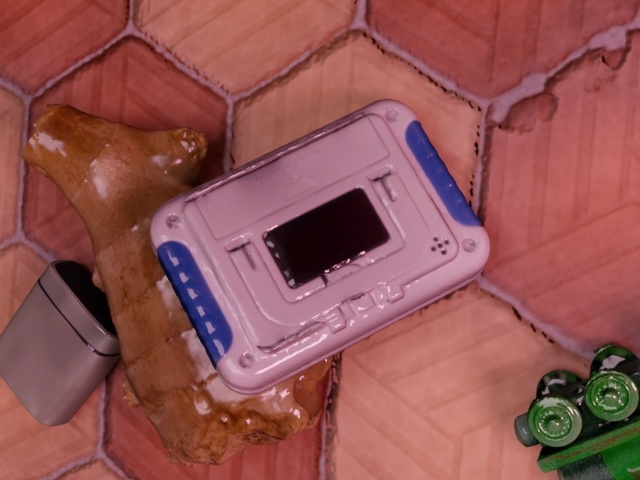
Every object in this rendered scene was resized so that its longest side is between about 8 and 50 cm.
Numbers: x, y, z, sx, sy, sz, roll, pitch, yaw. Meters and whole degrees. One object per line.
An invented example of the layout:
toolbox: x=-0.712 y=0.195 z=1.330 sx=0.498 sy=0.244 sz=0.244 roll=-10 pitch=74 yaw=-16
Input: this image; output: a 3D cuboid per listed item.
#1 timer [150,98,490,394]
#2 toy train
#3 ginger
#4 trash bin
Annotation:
timer: x=0.000 y=0.000 z=0.923 sx=0.253 sy=0.078 sz=0.178 roll=-27 pitch=76 yaw=-12
toy train: x=0.276 y=0.127 z=0.855 sx=0.251 sy=0.085 sz=0.119 roll=-30 pitch=93 yaw=27
ginger: x=-0.120 y=0.013 z=0.998 sx=0.236 sy=0.166 sz=0.375 roll=-26 pitch=93 yaw=31
trash bin: x=-0.265 y=0.104 z=1.129 sx=0.116 sy=0.059 sz=0.130 roll=47 pitch=110 yaw=20
